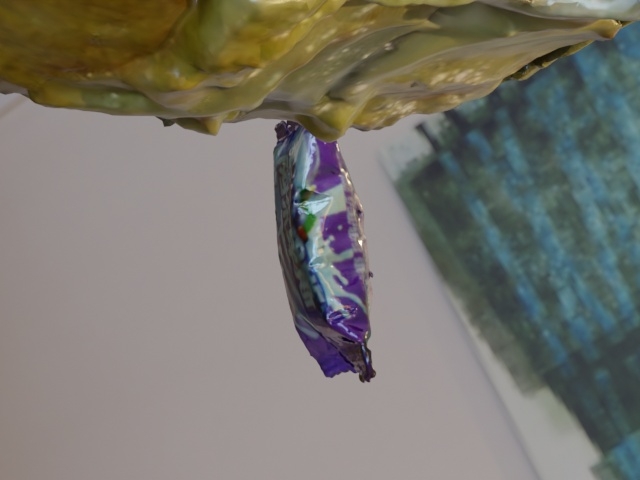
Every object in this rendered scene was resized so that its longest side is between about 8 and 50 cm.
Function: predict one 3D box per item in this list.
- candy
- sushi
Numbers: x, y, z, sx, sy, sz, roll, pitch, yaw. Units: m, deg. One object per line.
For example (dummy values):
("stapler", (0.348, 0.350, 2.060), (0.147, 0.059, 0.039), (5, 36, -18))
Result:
("candy", (0.000, 0.000, 1.339), (0.145, 0.070, 0.275), (149, -70, -68))
("sushi", (-0.012, -0.093, 0.363), (0.291, 0.139, 0.131), (8, 75, -33))
